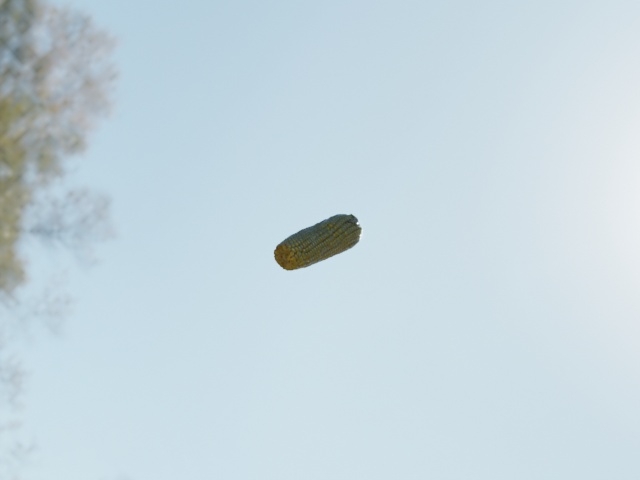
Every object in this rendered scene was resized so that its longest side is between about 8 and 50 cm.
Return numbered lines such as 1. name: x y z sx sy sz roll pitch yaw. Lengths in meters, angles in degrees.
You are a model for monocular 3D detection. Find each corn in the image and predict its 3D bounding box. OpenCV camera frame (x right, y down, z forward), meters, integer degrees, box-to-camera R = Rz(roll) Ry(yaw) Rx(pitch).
1. corn: 0.000 0.000 1.091 0.028 0.083 0.027 14 -66 39
